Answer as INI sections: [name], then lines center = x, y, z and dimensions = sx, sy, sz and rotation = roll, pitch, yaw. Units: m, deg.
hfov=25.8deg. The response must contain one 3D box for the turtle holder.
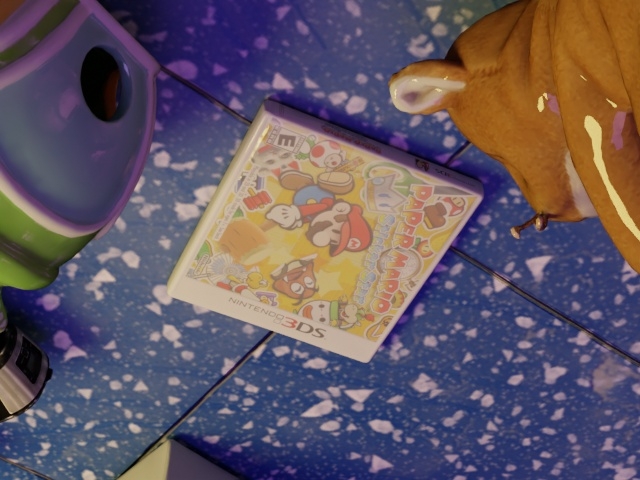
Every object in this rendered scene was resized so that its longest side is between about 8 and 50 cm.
[turtle holder]
center = -0.265, -0.117, 1.012
dimensions = 0.227, 0.243, 0.320
rotation = -44, 111, 1

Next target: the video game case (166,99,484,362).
[video game case]
center = 0.000, 0.000, 1.234
dimensions = 0.206, 0.026, 0.227
rotation = 20, 127, -16

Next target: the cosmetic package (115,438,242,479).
[cosmetic package]
center = -0.165, 0.487, 1.451
dimensions = 0.329, 0.327, 0.394
rotation = 34, 124, -25

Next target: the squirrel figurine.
[squirrel figurine]
center = 0.196, -0.170, 0.905
dimensions = 0.281, 0.370, 0.397
rotation = -30, 102, -21

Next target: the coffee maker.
[coffee maker]
center = -0.357, 0.086, 1.269
dimensions = 0.171, 0.120, 0.178
rotation = 0, 133, 32
